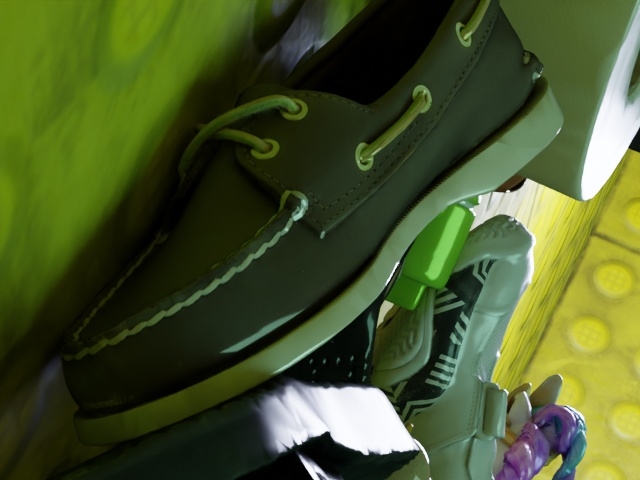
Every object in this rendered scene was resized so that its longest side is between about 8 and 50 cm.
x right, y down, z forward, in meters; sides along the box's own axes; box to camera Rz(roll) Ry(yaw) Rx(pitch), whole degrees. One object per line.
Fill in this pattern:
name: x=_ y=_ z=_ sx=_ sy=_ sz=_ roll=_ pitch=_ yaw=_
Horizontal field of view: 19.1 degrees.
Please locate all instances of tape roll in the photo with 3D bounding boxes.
tape roll: x=0.165 y=-0.168 z=1.099 sx=0.286 sy=0.100 sz=0.286 roll=-60 pitch=166 yaw=-26

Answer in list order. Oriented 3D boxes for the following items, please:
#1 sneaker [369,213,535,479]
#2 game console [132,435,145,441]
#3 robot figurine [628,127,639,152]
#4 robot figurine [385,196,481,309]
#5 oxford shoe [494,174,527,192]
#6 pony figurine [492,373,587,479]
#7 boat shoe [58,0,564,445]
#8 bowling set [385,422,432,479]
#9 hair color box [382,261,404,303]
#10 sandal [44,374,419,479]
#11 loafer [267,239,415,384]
sneaker: x=0.101 y=0.175 z=1.363 sx=0.366 sy=0.210 sz=0.137 roll=-58 pitch=-175 yaw=-9
game console: x=-0.065 y=0.130 z=0.955 sx=0.122 sy=0.107 sz=0.071 roll=73 pitch=13 yaw=-74
robot figurine: x=0.289 y=-0.149 z=1.499 sx=0.173 sy=0.278 sz=0.209 roll=-61 pitch=164 yaw=-14
robot figurine: x=0.067 y=-0.012 z=1.289 sx=0.101 sy=0.067 sz=0.115 roll=17 pitch=97 yaw=-85
oxford shoe: x=0.127 y=-0.078 z=1.423 sx=0.076 sy=0.076 sz=0.212 roll=-64 pitch=167 yaw=-2
pony figurine: x=0.097 y=0.282 z=1.631 sx=0.363 sy=0.303 sz=0.351 roll=-53 pitch=179 yaw=9
boat shoe: x=-0.007 y=-0.027 z=0.827 sx=0.324 sy=0.116 sz=0.097 roll=-39 pitch=112 yaw=-42
bowling set: x=0.013 y=0.172 z=1.103 sx=0.154 sy=0.200 sz=0.287 roll=94 pitch=19 yaw=-57
hair color box: x=0.035 y=-0.019 z=1.187 sx=0.072 sy=0.043 sz=0.141 roll=-56 pitch=165 yaw=-48
sandal: x=-0.042 y=0.129 z=0.717 sx=0.167 sy=0.107 sz=0.446 roll=-33 pitch=169 yaw=16
loafer: x=0.000 y=0.000 z=1.022 sx=0.078 sy=0.080 sz=0.220 roll=-111 pitch=-147 yaw=-57
